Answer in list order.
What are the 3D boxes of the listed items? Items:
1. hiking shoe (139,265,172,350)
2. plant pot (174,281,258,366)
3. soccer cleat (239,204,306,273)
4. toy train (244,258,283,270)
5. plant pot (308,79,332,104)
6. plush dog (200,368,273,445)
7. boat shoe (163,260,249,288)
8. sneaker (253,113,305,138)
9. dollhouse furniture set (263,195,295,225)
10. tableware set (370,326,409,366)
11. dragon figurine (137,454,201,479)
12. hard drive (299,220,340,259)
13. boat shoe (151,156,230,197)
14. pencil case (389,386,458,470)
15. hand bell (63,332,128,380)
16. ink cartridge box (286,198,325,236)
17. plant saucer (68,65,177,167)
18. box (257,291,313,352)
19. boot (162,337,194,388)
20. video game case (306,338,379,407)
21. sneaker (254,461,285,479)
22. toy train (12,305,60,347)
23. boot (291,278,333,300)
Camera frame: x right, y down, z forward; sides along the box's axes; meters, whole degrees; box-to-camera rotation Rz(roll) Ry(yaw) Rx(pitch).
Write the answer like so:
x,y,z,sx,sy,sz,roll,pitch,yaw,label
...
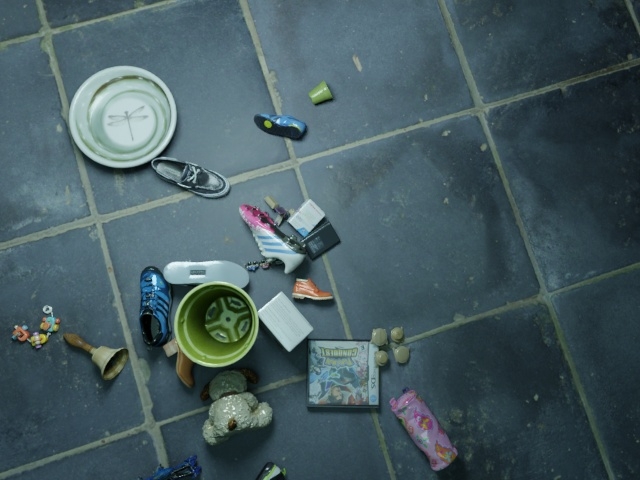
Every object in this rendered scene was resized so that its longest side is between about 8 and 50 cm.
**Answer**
x,y,z,sx,sy,sz,roll,pitch,yaw,label
-0.605,0.240,1.633,0.113,0.132,0.304,-11,84,-4,hiking shoe
-0.347,0.286,1.580,0.275,0.254,0.276,0,84,-3,plant pot
-0.203,-0.004,1.679,0.331,0.116,0.143,38,109,19,soccer cleat
-0.213,0.090,1.724,0.158,0.027,0.036,-10,95,-4,toy train
-0.004,-0.587,1.791,0.079,0.083,0.083,-28,85,6,plant pot
-0.324,0.575,1.596,0.262,0.211,0.226,-18,58,-6,plush dog
-0.424,0.137,1.667,0.306,0.105,0.113,0,80,-13,boat shoe
-0.160,-0.468,1.780,0.209,0.069,0.082,16,50,8,sneaker
-0.174,-0.115,1.758,0.114,0.091,0.081,48,126,25,dollhouse furniture set
0.264,0.400,1.693,0.168,0.020,0.141,-2,83,-22,tableware set
-0.549,0.832,1.534,0.144,0.289,0.085,-25,81,33,dragon figurine
0.000,0.000,1.724,0.135,0.022,0.094,-34,117,-6,hard drive
-0.498,-0.249,1.710,0.301,0.102,0.108,21,83,0,boat shoe
0.376,0.691,1.639,0.124,0.124,0.284,-36,85,-6,pencil case
-0.842,0.396,1.632,0.241,0.126,0.126,25,83,12,hand bell
-0.056,-0.088,1.728,0.122,0.052,0.088,-47,105,-6,ink cartridge box
-0.747,-0.464,1.726,0.400,0.100,0.401,0,83,-2,plant saucer
-0.138,0.301,1.617,0.119,0.181,0.182,-40,86,-19,box
-0.470,0.431,1.651,0.152,0.073,0.197,-28,99,-18,boot
0.085,0.500,1.684,0.274,0.035,0.249,1,83,-3,video game case
-0.210,0.915,1.597,0.097,0.084,0.235,36,83,1,sneaker
-1.052,0.325,1.645,0.166,0.046,0.125,-43,87,-6,toy train
-0.026,0.188,1.706,0.157,0.059,0.085,8,78,-1,boot
